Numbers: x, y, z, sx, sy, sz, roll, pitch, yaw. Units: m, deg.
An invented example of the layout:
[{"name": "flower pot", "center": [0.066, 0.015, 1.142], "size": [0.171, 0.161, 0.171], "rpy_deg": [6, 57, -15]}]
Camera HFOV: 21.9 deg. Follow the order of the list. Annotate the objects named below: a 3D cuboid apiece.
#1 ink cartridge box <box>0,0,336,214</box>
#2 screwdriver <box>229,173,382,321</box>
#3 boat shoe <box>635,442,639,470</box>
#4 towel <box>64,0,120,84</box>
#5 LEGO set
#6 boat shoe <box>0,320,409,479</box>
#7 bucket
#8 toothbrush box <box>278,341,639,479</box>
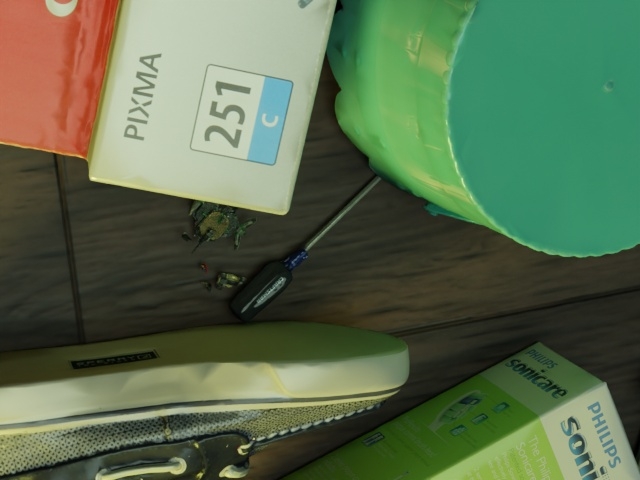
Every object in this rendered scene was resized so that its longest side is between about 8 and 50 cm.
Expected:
[{"name": "ink cartridge box", "center": [-0.118, -0.185, 1.078], "size": [0.261, 0.066, 0.296], "rpy_deg": [10, 101, -12]}, {"name": "screwdriver", "center": [0.000, 0.000, 1.222], "size": [0.170, 0.024, 0.025], "rpy_deg": [-39, 82, -8]}, {"name": "boat shoe", "center": [0.301, 0.130, 1.322], "size": [0.073, 0.080, 0.223], "rpy_deg": [7, 105, -25]}, {"name": "towel", "center": [-0.126, -0.182, 1.125], "size": [0.110, 0.027, 0.148], "rpy_deg": [-13, 105, -4]}, {"name": "LEGO set", "center": [-0.077, -0.004, 1.198], "size": [0.054, 0.023, 0.083], "rpy_deg": [4, 115, -17]}, {"name": "boat shoe", "center": [-0.103, 0.153, 1.172], "size": [0.340, 0.127, 0.158], "rpy_deg": [-5, 102, -8]}, {"name": "bucket", "center": [0.157, -0.129, 1.140], "size": [0.281, 0.183, 0.281], "rpy_deg": [-8, 113, -20]}, {"name": "toothbrush box", "center": [0.107, 0.240, 1.260], "size": [0.283, 0.122, 0.206], "rpy_deg": [-27, 109, -10]}]
